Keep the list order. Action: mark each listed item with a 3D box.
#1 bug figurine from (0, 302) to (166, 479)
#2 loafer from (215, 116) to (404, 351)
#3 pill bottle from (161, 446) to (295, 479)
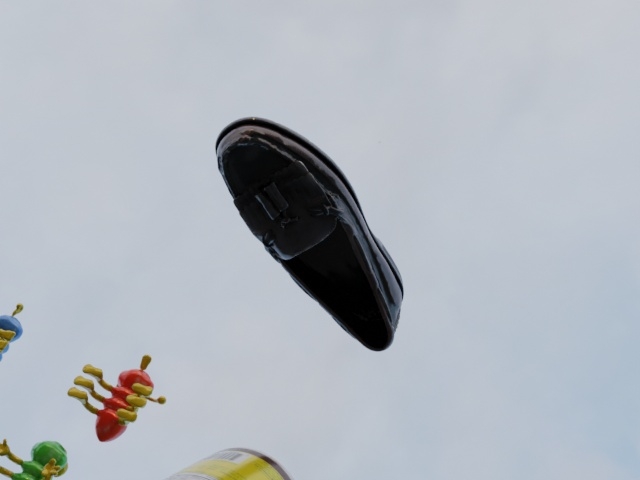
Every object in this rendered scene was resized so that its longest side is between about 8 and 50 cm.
[{"bbox_3d":[-0.319,0.183,0.950,0.278,0.072,0.216,18,-126,22],"label":"bug figurine"},{"bbox_3d":[0.000,0.000,0.918,0.109,0.095,0.302,-29,-57,19],"label":"loafer"},{"bbox_3d":[-0.101,0.240,0.671,0.117,0.215,0.117,1,-88,22],"label":"pill bottle"}]
